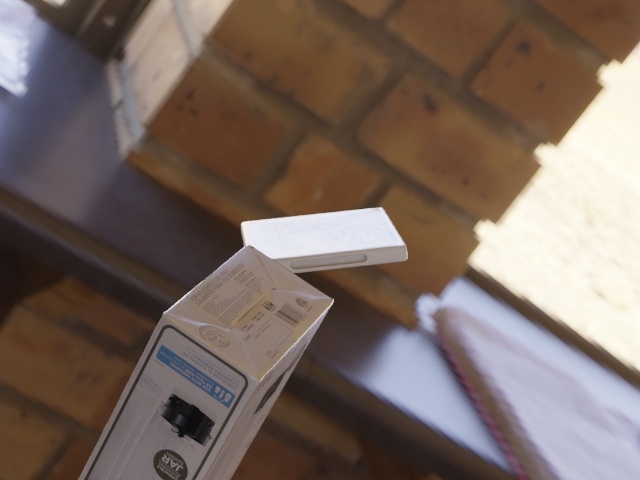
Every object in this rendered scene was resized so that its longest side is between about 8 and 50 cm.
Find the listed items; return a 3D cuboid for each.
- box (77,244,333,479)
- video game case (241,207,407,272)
[{"bbox_3d":[-0.113,0.162,1.263,0.087,0.290,0.169,33,28,8],"label":"box"},{"bbox_3d":[0.000,0.000,1.491,0.143,0.019,0.157,-6,14,-4],"label":"video game case"}]
